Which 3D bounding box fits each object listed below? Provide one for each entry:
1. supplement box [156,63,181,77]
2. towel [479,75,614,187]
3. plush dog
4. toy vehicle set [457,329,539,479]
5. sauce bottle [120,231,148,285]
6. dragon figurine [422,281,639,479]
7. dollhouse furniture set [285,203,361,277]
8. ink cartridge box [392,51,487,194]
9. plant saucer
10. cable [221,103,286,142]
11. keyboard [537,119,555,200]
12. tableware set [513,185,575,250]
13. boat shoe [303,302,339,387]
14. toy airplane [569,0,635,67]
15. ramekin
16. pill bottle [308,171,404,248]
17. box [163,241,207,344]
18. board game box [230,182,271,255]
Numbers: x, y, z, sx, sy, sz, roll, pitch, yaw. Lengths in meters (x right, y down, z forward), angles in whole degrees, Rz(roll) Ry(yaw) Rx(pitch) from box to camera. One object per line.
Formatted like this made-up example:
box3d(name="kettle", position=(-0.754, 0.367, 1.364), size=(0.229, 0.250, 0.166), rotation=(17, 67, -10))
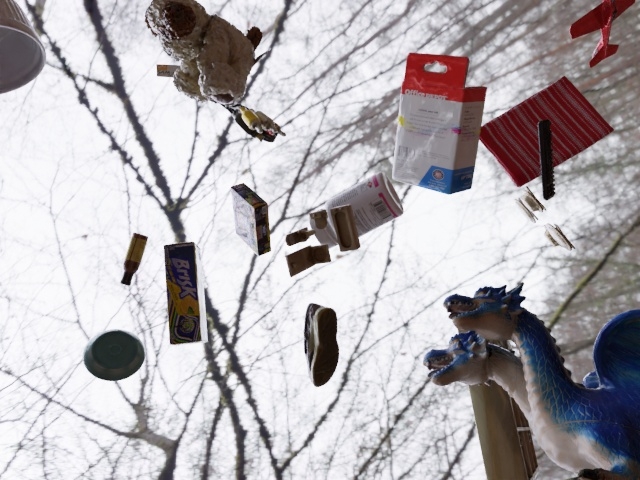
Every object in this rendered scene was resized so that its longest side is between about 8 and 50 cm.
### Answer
box3d(name="supplement box", position=(-0.424, -0.487, 1.581), size=(0.098, 0.062, 0.036), rotation=(-62, -24, -72))
box3d(name="towel", position=(0.557, -0.276, 1.386), size=(0.198, 0.275, 0.031), rotation=(60, -175, 20))
box3d(name="plush dog", position=(-0.253, -0.421, 1.140), size=(0.225, 0.262, 0.210), rotation=(35, -94, -36))
box3d(name="toy vehicle set", position=(0.207, 0.185, 0.624), size=(0.267, 0.035, 0.165), rotation=(38, -138, -61))
box3d(name="sauce bottle", position=(-0.454, 0.045, 1.329), size=(0.042, 0.042, 0.128), rotation=(20, -93, -32))
box3d(name="dragon figurine", position=(0.202, 0.095, 0.317), size=(0.144, 0.290, 0.085), rotation=(-73, -22, -45))
box3d(name="dollhouse furniture set", position=(0.000, 0.000, 1.373), size=(0.123, 0.151, 0.144), rotation=(-24, -78, -58))
box3d(name="ink cartridge box", position=(0.212, -0.211, 0.982), size=(0.078, 0.134, 0.230), rotation=(-16, -62, -42))
box3d(name="plant saucer", position=(-0.412, 0.223, 1.101), size=(0.120, 0.021, 0.119), rotation=(12, -134, -13))
box3d(name="cable", position=(-0.198, -0.342, 1.406), size=(0.287, 0.072, 0.139), rotation=(47, -158, 22))
box3d(name="keyboard", position=(0.525, -0.187, 1.268), size=(0.108, 0.023, 0.180), rotation=(-23, -72, -58))
box3d(name="tableware set", position=(0.427, -0.037, 1.053), size=(0.141, 0.020, 0.169), rotation=(52, -171, 11))
box3d(name="boat shoe", position=(-0.002, 0.170, 0.905), size=(0.056, 0.049, 0.152), rotation=(-13, -62, -37))
box3d(name="toy airplane", position=(0.477, -0.356, 0.923), size=(0.151, 0.151, 0.028), rotation=(1, -144, -40))
box3d(name="ramekin", position=(-0.619, -0.362, 0.985), size=(0.207, 0.207, 0.109), rotation=(-15, -105, -42))
box3d(name="pill bottle", position=(0.114, -0.091, 1.797), size=(0.160, 0.283, 0.160), rotation=(52, -160, -28))
box3d(name="box", position=(-0.228, 0.090, 0.929), size=(0.054, 0.059, 0.168), rotation=(-7, -102, -3))
box3d(name="board game box", position=(-0.201, -0.061, 1.586), size=(0.048, 0.141, 0.170), rotation=(-24, -48, -28))
